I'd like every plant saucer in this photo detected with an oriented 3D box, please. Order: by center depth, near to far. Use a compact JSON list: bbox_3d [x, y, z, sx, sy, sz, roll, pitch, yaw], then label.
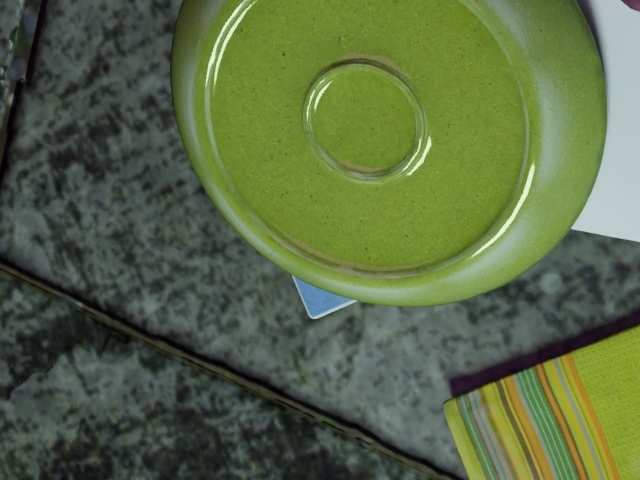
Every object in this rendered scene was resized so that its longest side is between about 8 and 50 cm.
[{"bbox_3d":[0.027,-0.067,1.012,0.241,0.037,0.241,8,116,17],"label":"plant saucer"}]

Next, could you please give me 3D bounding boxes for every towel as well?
[{"bbox_3d":[0.180,0.096,1.056,0.237,0.021,0.102,-26,86,30],"label":"towel"}]

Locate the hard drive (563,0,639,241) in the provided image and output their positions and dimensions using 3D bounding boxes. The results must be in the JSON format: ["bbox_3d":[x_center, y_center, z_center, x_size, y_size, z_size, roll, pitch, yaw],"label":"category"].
[{"bbox_3d":[0.163,-0.174,0.976,0.233,0.047,0.353,12,112,27],"label":"hard drive"}]

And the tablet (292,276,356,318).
[{"bbox_3d":[0.000,0.000,1.150,0.054,0.006,0.083,-25,87,30],"label":"tablet"}]

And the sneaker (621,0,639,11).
[{"bbox_3d":[0.151,-0.192,0.897,0.069,0.084,0.186,13,112,26],"label":"sneaker"}]
